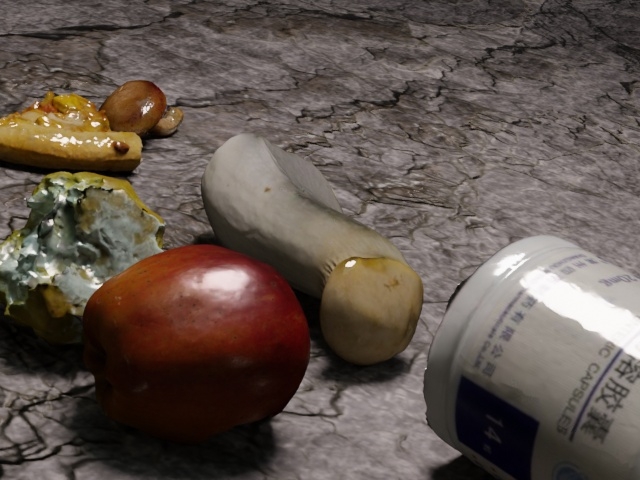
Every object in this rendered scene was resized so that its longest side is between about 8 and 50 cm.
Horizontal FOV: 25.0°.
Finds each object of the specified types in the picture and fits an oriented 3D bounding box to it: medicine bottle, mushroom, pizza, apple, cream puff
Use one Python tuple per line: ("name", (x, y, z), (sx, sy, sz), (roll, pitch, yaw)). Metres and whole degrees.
("medicine bottle", (0.252, 0.144, 1.044), (0.190, 0.190, 0.332), (-11, 31, -42))
("mushroom", (0.000, 0.000, 1.365), (0.159, 0.122, 0.329), (-10, 30, -23))
("pizza", (-0.282, -0.124, 1.608), (0.182, 0.063, 0.161), (9, 21, 0))
("apple", (-0.099, 0.077, 1.109), (0.158, 0.147, 0.156), (-7, 49, -35))
("mushroom", (-0.211, -0.153, 1.703), (0.088, 0.073, 0.129), (-24, -2, 29))
("cream puff", (-0.207, 0.019, 1.217), (0.121, 0.156, 0.156), (33, 4, -41))
